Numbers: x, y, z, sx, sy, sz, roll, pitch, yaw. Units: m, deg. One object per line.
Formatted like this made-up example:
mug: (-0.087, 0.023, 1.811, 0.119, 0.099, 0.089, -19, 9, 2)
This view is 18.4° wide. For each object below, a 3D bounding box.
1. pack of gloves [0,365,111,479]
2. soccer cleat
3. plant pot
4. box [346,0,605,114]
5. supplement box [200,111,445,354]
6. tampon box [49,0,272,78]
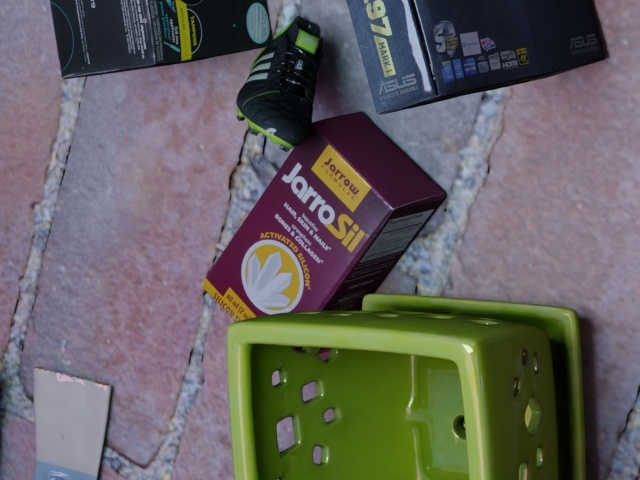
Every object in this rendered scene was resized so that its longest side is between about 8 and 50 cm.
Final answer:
pack of gloves: (-0.286, 0.220, 1.892, 0.195, 0.046, 0.232, 11, 107, 19)
soccer cleat: (-0.028, -0.128, 1.556, 0.060, 0.179, 0.072, 27, 111, -12)
plant pot: (0.080, 0.155, 1.506, 0.228, 0.207, 0.227, 3, 102, 34)
box: (0.103, -0.197, 1.400, 0.059, 0.232, 0.183, -15, 90, 39)
supplement box: (0.000, 0.000, 1.608, 0.104, 0.081, 0.188, 46, 122, 19)
tampon box: (-0.131, -0.203, 1.607, 0.101, 0.161, 0.120, -4, 99, 35)
